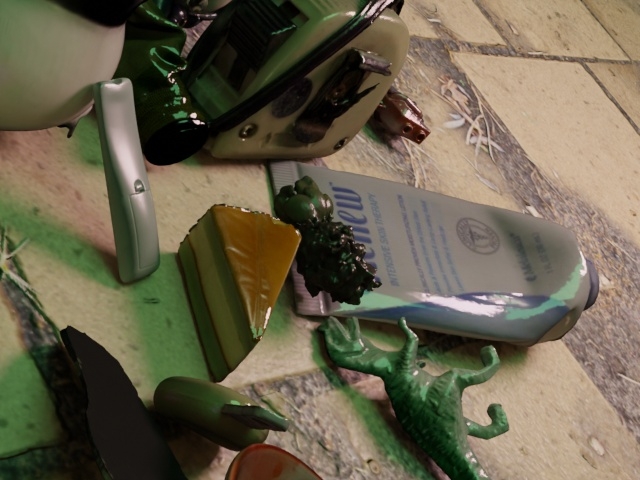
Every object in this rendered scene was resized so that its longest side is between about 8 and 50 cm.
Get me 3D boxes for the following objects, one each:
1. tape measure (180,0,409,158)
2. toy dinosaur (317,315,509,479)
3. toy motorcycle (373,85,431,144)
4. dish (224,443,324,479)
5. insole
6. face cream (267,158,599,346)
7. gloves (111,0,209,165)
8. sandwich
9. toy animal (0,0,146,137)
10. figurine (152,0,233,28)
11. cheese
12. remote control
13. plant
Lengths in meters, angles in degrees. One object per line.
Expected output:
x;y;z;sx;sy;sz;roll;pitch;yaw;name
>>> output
-0.023;-0.196;1.240;0.271;0.231;0.133;-5;47;-49;tape measure
0.165;0.189;1.131;0.383;0.076;0.129;43;73;10;toy dinosaur
0.061;-0.182;1.462;0.213;0.084;0.118;25;29;-34;toy motorcycle
-0.018;0.281;0.809;0.260;0.085;0.260;52;14;-19;dish
-0.143;0.136;0.810;0.110;0.012;0.309;41;1;-31;insole
0.143;0.025;1.314;0.420;0.137;0.234;10;46;-24;face cream
-0.208;-0.200;1.163;0.268;0.135;0.107;60;-1;5;gloves
-0.057;0.056;1.066;0.114;0.079;0.163;12;43;-37;sandwich
-0.253;-0.244;0.985;0.251;0.309;0.251;20;16;-6;toy animal
-0.150;-0.329;1.280;0.265;0.175;0.197;127;-57;-87;figurine
-0.070;0.137;0.881;0.097;0.192;0.037;30;72;-16;cheese
-0.172;-0.054;1.017;0.050;0.027;0.184;-27;114;-59;remote control
0.000;0.000;1.165;0.085;0.087;0.174;-6;45;-28;plant
